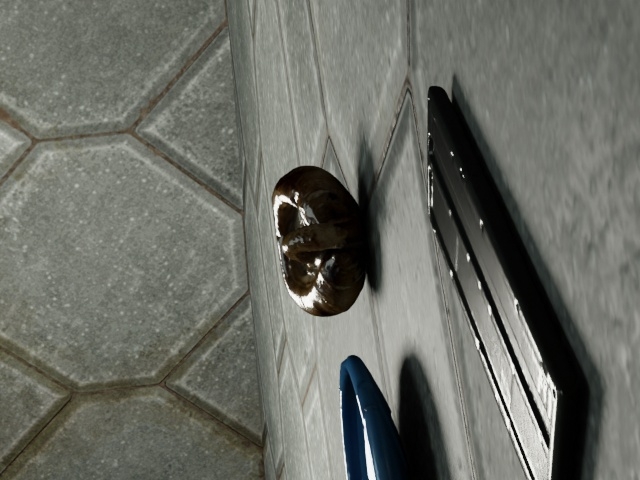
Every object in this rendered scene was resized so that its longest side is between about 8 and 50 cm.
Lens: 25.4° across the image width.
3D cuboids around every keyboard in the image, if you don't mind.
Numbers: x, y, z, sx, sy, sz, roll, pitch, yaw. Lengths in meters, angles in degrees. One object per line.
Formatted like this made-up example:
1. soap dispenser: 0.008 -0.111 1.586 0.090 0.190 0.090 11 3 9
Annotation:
1. keyboard: 0.090 0.054 0.693 0.381 0.041 0.103 -94 1 -54

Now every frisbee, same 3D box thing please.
1. frisbee: 0.053 0.207 1.120 0.242 0.045 0.242 172 90 -86

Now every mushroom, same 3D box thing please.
1. mushroom: 0.002 -0.001 1.240 0.170 0.080 0.135 178 73 -83
